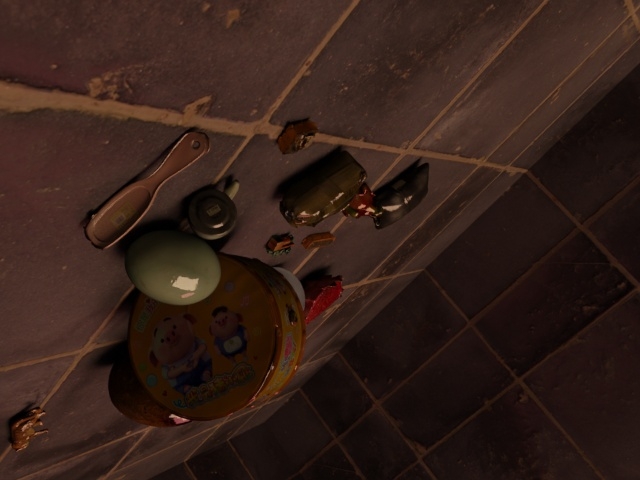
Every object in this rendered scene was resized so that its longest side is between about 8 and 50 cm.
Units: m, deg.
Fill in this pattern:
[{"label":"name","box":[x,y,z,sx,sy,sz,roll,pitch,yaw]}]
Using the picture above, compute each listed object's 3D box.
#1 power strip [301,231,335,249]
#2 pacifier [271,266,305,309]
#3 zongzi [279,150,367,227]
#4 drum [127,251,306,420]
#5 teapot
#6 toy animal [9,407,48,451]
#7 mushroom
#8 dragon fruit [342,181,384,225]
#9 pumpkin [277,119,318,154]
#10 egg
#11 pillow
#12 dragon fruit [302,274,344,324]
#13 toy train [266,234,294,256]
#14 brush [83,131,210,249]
[{"label":"power strip","box":[0.000,0.000,2.212,0.049,0.028,0.178,-50,159,27]},{"label":"pacifier","box":[-0.187,0.224,2.161,0.287,0.238,0.226,-30,-171,-31]},{"label":"zongzi","box":[-0.006,-0.100,1.824,0.251,0.125,0.274,-34,167,-18]},{"label":"drum","box":[-0.257,0.236,1.669,0.431,0.431,0.214,-42,163,10]},{"label":"teapot","box":[-0.252,-0.068,1.505,0.111,0.149,0.108,10,161,-15]},{"label":"toy animal","box":[-0.830,0.535,1.850,0.099,0.057,0.241,-26,158,-34]},{"label":"mushroom","box":[-0.442,0.403,1.906,0.345,0.345,0.239,-32,129,-19]},{"label":"dragon fruit","box":[0.139,-0.121,2.091,0.138,0.175,0.142,-44,-166,47]},{"label":"pumpkin","box":[-0.051,-0.237,1.519,0.083,0.054,0.074,-26,163,-46]},{"label":"egg","box":[-0.333,0.061,1.482,0.231,0.168,0.168,19,124,-41]},{"label":"pillow","box":[0.286,-0.151,2.280,0.250,0.106,0.186,-37,155,-10]},{"label":"dragon fruit","box":[-0.016,0.193,2.513,0.274,0.126,0.161,-35,154,-42]},{"label":"toy train","box":[-0.120,0.012,1.995,0.103,0.044,0.064,-15,140,-50]},{"label":"brush","box":[-0.339,-0.104,1.293,0.313,0.072,0.067,-43,-176,3]}]
